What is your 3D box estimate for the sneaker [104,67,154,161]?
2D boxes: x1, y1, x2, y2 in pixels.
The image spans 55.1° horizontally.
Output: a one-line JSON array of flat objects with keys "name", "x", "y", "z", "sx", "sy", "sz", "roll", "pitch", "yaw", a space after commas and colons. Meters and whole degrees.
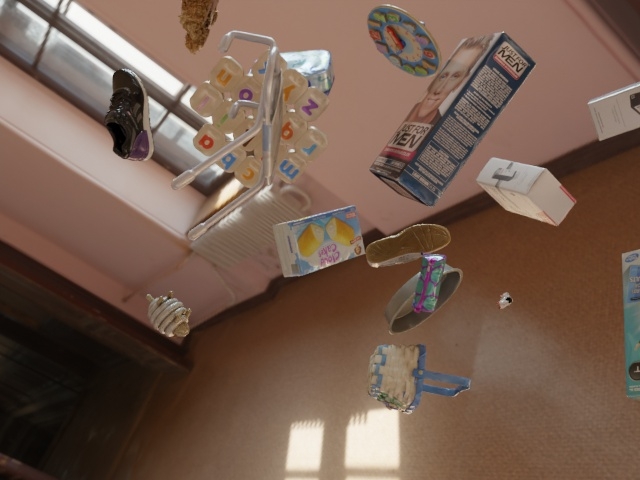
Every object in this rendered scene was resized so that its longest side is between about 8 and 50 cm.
[{"name": "sneaker", "x": -0.575, "y": -0.376, "z": 1.801, "sx": 0.107, "sy": 0.283, "sz": 0.124, "roll": -16, "pitch": -4, "yaw": 27}]

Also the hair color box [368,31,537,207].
[{"name": "hair color box", "x": 0.260, "y": -0.247, "z": 1.252, "sx": 0.347, "sy": 0.105, "sz": 0.174, "roll": -54, "pitch": 20, "yaw": 2}]

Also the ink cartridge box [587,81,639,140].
[{"name": "ink cartridge box", "x": 1.011, "y": -0.432, "z": 1.909, "sx": 0.307, "sy": 0.129, "sz": 0.223, "roll": -18, "pitch": 5, "yaw": 29}]

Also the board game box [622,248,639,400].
[{"name": "board game box", "x": 0.774, "y": 0.162, "z": 1.292, "sx": 0.254, "sy": 0.079, "sz": 0.336, "roll": -29, "pitch": 46, "yaw": 57}]

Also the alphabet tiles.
[{"name": "alphabet tiles", "x": -0.129, "y": -0.251, "z": 1.300, "sx": 0.278, "sy": 0.284, "sz": 0.021, "roll": -45, "pitch": 18, "yaw": 25}]

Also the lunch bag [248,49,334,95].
[{"name": "lunch bag", "x": -0.076, "y": -0.429, "z": 1.615, "sx": 0.219, "sy": 0.090, "sz": 0.176, "roll": -4, "pitch": 35, "yaw": 8}]

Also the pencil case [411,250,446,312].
[{"name": "pencil case", "x": 0.276, "y": 0.107, "z": 1.567, "sx": 0.070, "sy": 0.064, "sz": 0.151, "roll": -17, "pitch": -60, "yaw": -58}]

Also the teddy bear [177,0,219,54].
[{"name": "teddy bear", "x": -0.335, "y": -0.662, "z": 1.660, "sx": 0.338, "sy": 0.113, "sz": 0.245, "roll": 148, "pitch": 140, "yaw": -79}]

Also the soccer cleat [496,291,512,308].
[{"name": "soccer cleat", "x": 0.483, "y": 0.153, "z": 1.588, "sx": 0.035, "sy": 0.029, "sz": 0.083, "roll": -26, "pitch": 0, "yaw": 35}]

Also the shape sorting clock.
[{"name": "shape sorting clock", "x": 0.188, "y": -0.451, "z": 1.404, "sx": 0.040, "sy": 0.206, "sz": 0.206, "roll": -47, "pitch": 19, "yaw": -9}]

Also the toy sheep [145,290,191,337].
[{"name": "toy sheep", "x": -0.345, "y": 0.167, "z": 1.388, "sx": 0.091, "sy": 0.132, "sz": 0.091, "roll": -42, "pitch": -15, "yaw": -14}]

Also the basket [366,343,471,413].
[{"name": "basket", "x": 0.288, "y": 0.422, "z": 1.856, "sx": 0.255, "sy": 0.289, "sz": 0.201, "roll": 90, "pitch": -173, "yaw": -67}]

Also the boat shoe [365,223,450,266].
[{"name": "boat shoe", "x": 0.280, "y": 0.022, "z": 1.984, "sx": 0.096, "sy": 0.277, "sz": 0.098, "roll": 76, "pitch": 180, "yaw": -67}]

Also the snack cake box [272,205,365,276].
[{"name": "snack cake box", "x": 0.000, "y": 0.000, "z": 1.767, "sx": 0.264, "sy": 0.152, "sz": 0.089, "roll": -17, "pitch": 5, "yaw": -43}]

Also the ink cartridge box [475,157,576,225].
[{"name": "ink cartridge box", "x": 0.558, "y": -0.137, "z": 1.683, "sx": 0.092, "sy": 0.158, "sz": 0.218, "roll": -54, "pitch": 28, "yaw": 0}]

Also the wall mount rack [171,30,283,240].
[{"name": "wall mount rack", "x": -0.143, "y": -0.167, "z": 1.055, "sx": 0.350, "sy": 0.130, "sz": 0.304, "roll": 99, "pitch": -179, "yaw": -68}]

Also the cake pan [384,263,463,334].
[{"name": "cake pan", "x": 0.313, "y": 0.176, "z": 1.902, "sx": 0.293, "sy": 0.293, "sz": 0.054, "roll": -48, "pitch": 62, "yaw": 16}]
